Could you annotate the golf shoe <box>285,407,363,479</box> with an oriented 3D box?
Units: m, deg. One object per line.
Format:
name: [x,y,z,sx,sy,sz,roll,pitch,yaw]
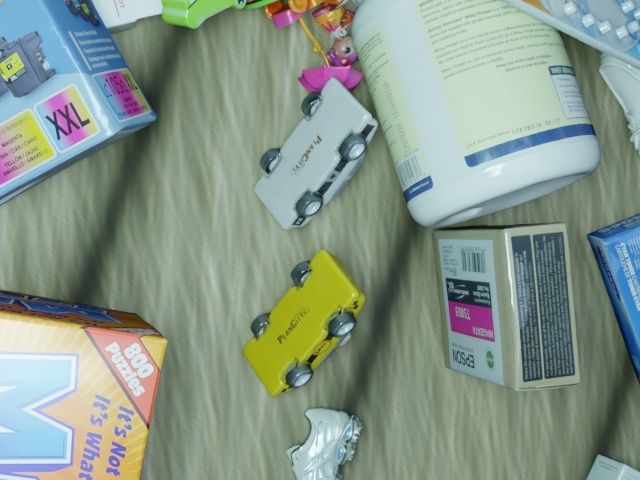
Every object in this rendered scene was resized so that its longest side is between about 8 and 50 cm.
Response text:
golf shoe: [-0.009,0.300,1.301,0.086,0.069,0.176,18,82,6]

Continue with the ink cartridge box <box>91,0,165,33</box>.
ink cartridge box: [-0.288,-0.296,1.214,0.181,0.061,0.104,-17,95,-14]

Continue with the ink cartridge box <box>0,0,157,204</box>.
ink cartridge box: [-0.402,-0.238,1.097,0.270,0.151,0.395,-27,96,11]

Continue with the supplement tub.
supplement tub: [0.174,-0.200,1.205,0.235,0.235,0.324,-16,83,-14]

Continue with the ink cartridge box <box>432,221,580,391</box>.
ink cartridge box: [0.226,0.076,1.264,0.088,0.235,0.193,-5,91,-15]

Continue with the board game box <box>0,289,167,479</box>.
board game box: [-0.384,0.228,1.040,0.357,0.356,0.356,11,87,-14]

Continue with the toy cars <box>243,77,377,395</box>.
toy cars: [0.000,0.000,1.258,0.087,0.176,0.393,5,89,-50]

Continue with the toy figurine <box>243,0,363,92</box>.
toy figurine: [0.007,-0.264,1.285,0.173,0.130,0.159,-42,116,-35]

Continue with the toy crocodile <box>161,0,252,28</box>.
toy crocodile: [-0.063,-0.375,1.235,0.340,0.115,0.105,-52,129,-19]

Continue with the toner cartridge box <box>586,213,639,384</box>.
toner cartridge box: [0.512,0.126,1.403,0.165,0.075,0.347,-22,96,0]

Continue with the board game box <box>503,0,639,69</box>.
board game box: [0.298,-0.422,1.219,0.390,0.050,0.389,10,65,-43]

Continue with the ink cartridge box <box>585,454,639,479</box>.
ink cartridge box: [0.414,0.407,1.398,0.127,0.072,0.175,29,83,-14]

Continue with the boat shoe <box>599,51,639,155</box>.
boat shoe: [0.477,-0.154,1.400,0.277,0.098,0.096,41,80,-13]
